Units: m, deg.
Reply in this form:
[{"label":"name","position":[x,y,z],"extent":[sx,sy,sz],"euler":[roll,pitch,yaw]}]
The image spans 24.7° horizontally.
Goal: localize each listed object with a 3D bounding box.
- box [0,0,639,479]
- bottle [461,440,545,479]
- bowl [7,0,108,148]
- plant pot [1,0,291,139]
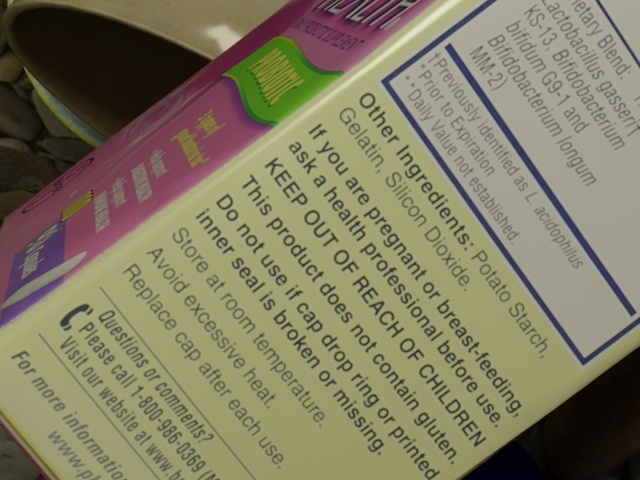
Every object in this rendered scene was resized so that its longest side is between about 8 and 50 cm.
[{"label":"box","position":[0.015,-0.016,0.497],"extent":[0.243,0.117,0.213],"euler":[-36,14,0]},{"label":"bottle","position":[-0.003,0.202,0.587],"extent":[0.092,0.118,0.283],"euler":[-108,36,-68]},{"label":"bowl","position":[-0.076,-0.180,1.118],"extent":[0.156,0.289,0.289],"euler":[39,-115,-80]},{"label":"plant pot","position":[0.000,-0.171,0.830],"extent":[0.274,0.256,0.256],"euler":[-63,9,-15]}]
